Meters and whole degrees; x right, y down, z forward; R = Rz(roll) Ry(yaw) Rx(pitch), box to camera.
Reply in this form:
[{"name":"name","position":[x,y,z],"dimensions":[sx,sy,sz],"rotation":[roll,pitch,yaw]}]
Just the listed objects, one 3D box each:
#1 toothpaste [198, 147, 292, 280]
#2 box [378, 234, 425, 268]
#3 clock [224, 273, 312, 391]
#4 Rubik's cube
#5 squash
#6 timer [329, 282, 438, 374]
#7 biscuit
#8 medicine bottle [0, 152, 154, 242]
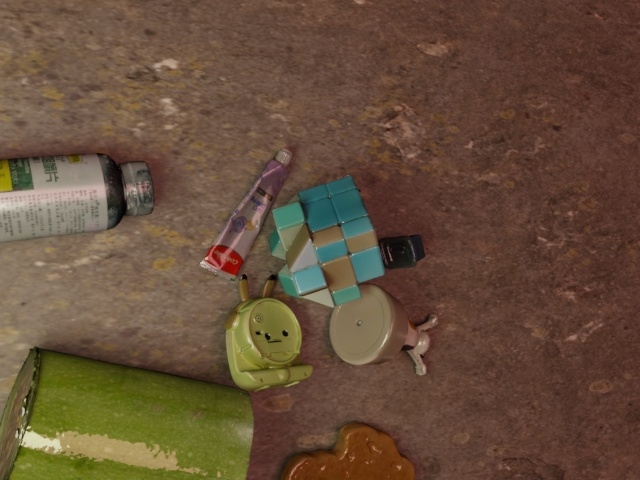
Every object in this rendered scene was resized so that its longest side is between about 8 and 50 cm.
[{"name":"toothpaste","position":[-0.141,-0.060,1.309],"dimensions":[0.075,0.048,0.301],"rotation":[34,77,-26]},{"name":"box","position":[0.190,0.021,1.443],"dimensions":[0.054,0.099,0.074],"rotation":[-23,100,-40]},{"name":"clock","position":[-0.113,0.182,1.275],"dimensions":[0.170,0.069,0.232],"rotation":[2,66,-43]},{"name":"Rubik's cube","position":[0.000,0.000,1.278],"dimensions":[0.213,0.265,0.224],"rotation":[-18,132,1]},{"name":"squash","position":[-0.339,0.346,1.084],"dimensions":[0.384,0.263,0.263],"rotation":[19,81,-24]},{"name":"timer","position":[0.169,0.210,1.419],"dimensions":[0.266,0.175,0.175],"rotation":[22,79,-43]},{"name":"biscuit","position":[0.070,0.569,1.393],"dimensions":[0.312,0.057,0.351],"rotation":[-43,108,-21]},{"name":"medicine bottle","position":[-0.447,-0.079,1.104],"dimensions":[0.293,0.141,0.141],"rotation":[-8,92,-26]}]
